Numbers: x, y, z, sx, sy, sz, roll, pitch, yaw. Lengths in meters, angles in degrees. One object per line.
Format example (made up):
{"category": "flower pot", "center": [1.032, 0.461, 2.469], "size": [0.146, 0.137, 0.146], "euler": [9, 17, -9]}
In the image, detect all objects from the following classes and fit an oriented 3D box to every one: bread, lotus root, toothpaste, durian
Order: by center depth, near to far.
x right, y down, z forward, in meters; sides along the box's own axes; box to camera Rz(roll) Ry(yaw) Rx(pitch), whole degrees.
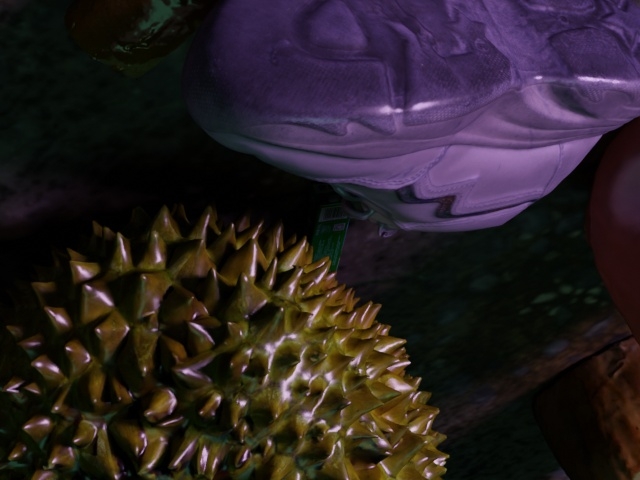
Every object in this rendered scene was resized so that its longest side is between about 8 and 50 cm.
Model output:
{"category": "bread", "center": [-0.060, -0.103, 0.562], "size": [0.083, 0.036, 0.047], "euler": [-38, 138, 25]}
{"category": "durian", "center": [-0.060, 0.119, 0.716], "size": [0.291, 0.224, 0.291], "euler": [2, 108, 6]}
{"category": "toothpaste", "center": [0.000, 0.000, 0.745], "size": [0.020, 0.017, 0.083], "euler": [-8, 145, -16]}
{"category": "lotus root", "center": [0.206, 0.145, 0.954], "size": [0.095, 0.135, 0.159], "euler": [-7, 131, -12]}

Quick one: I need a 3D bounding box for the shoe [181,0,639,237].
{"category": "shoe", "center": [0.036, -0.052, 0.608], "size": [0.245, 0.095, 0.137], "euler": [-6, 145, -37]}

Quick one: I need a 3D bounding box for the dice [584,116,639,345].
{"category": "dice", "center": [0.259, 0.006, 0.721], "size": [0.175, 0.179, 0.174], "euler": [18, 132, -43]}
